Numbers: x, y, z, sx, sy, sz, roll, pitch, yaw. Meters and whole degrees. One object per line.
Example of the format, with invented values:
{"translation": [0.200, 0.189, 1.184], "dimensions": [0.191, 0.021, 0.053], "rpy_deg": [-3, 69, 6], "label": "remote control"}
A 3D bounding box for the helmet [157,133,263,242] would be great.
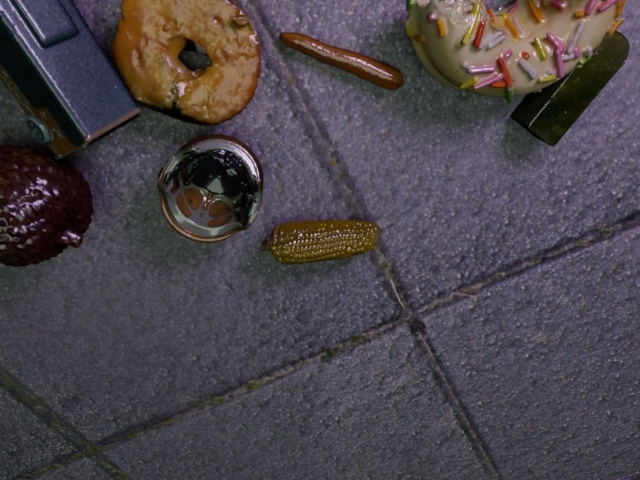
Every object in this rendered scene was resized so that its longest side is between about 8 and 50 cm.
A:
{"translation": [-0.206, -0.114, 0.946], "dimensions": [0.199, 0.130, 0.224], "rpy_deg": [27, 124, -13], "label": "helmet"}

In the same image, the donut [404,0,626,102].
{"translation": [0.347, -0.391, 0.800], "dimensions": [0.371, 0.150, 0.307], "rpy_deg": [-37, 129, 19], "label": "donut"}

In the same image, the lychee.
{"translation": [-0.561, -0.069, 0.888], "dimensions": [0.272, 0.236, 0.235], "rpy_deg": [26, 115, -1], "label": "lychee"}

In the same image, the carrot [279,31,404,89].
{"translation": [0.043, -0.336, 0.892], "dimensions": [0.248, 0.043, 0.043], "rpy_deg": [17, 116, -12], "label": "carrot"}

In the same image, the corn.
{"translation": [0.000, 0.000, 1.045], "dimensions": [0.262, 0.097, 0.096], "rpy_deg": [-6, 119, -6], "label": "corn"}

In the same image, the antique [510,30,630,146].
{"translation": [0.482, -0.300, 0.924], "dimensions": [0.081, 0.080, 0.220], "rpy_deg": [29, 112, -19], "label": "antique"}

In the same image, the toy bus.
{"translation": [-0.445, -0.290, 0.791], "dimensions": [0.167, 0.138, 0.275], "rpy_deg": [-2, 126, 42], "label": "toy bus"}

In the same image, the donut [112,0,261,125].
{"translation": [-0.226, -0.325, 0.837], "dimensions": [0.254, 0.118, 0.253], "rpy_deg": [-3, 121, -5], "label": "donut"}
